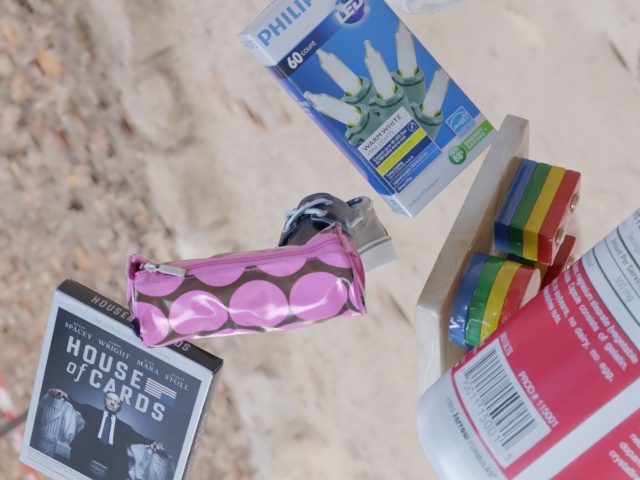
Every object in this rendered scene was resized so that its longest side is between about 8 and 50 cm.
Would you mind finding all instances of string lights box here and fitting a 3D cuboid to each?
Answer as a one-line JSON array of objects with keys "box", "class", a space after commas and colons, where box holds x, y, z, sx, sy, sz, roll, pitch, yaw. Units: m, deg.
[{"box": [0.050, -0.163, 1.722, 0.259, 0.133, 0.077, 47, 175, -13], "class": "string lights box"}]

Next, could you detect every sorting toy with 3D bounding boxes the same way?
[{"box": [0.183, 0.057, 1.628, 0.089, 0.255, 0.257, 16, 145, 17], "class": "sorting toy"}]

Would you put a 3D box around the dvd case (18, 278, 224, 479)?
[{"box": [-0.201, 0.170, 1.627, 0.179, 0.029, 0.238, 26, 127, 11], "class": "dvd case"}]

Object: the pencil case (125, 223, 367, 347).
[{"box": [-0.065, 0.038, 1.437, 0.095, 0.209, 0.098, -102, 3, -48], "class": "pencil case"}]

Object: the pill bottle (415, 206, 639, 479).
[{"box": [0.297, 0.096, 1.368, 0.229, 0.408, 0.229, 44, -165, -15], "class": "pill bottle"}]

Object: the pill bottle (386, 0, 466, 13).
[{"box": [0.042, -0.298, 0.952, 0.301, 0.169, 0.169, 62, 160, 8], "class": "pill bottle"}]

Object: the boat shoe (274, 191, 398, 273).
[{"box": [0.000, 0.000, 1.782, 0.108, 0.301, 0.102, -17, 90, 25], "class": "boat shoe"}]
